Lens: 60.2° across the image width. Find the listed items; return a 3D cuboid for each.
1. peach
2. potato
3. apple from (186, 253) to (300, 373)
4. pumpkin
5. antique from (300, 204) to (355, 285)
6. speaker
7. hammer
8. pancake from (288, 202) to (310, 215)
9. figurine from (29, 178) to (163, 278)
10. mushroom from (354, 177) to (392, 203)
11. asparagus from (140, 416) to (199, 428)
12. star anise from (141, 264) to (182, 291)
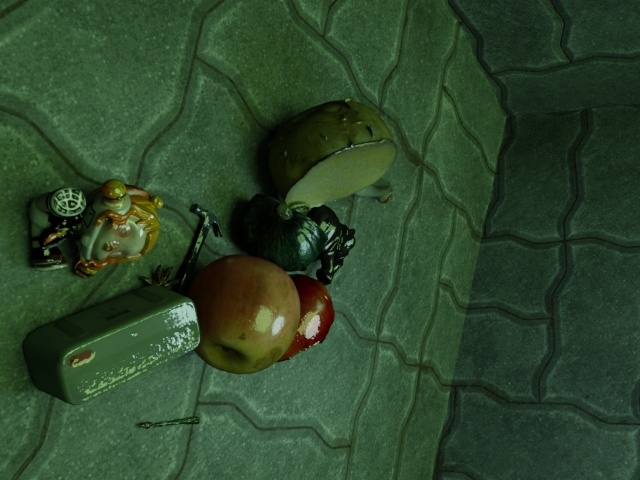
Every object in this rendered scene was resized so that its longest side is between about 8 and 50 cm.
[{"bbox_3d":[-0.098,0.288,1.966,0.281,0.281,0.338,45,53,-44],"label":"peach"},{"bbox_3d":[0.014,-0.345,1.982,0.443,0.385,0.319,-23,70,-14],"label":"potato"},{"bbox_3d":[-0.240,0.231,1.683,0.364,0.364,0.363,-4,95,-52],"label":"apple"},{"bbox_3d":[-0.145,-0.005,1.878,0.196,0.293,0.263,-61,165,-14],"label":"pumpkin"},{"bbox_3d":[0.000,0.000,2.146,0.255,0.185,0.322,-55,128,-33],"label":"antique"},{"bbox_3d":[-0.523,0.263,1.444,0.406,0.184,0.183,-23,113,-44],"label":"speaker"},{"bbox_3d":[-0.395,0.041,1.750,0.137,0.037,0.289,36,63,-46],"label":"hammer"},{"bbox_3d":[-0.084,-0.104,2.002,0.108,0.108,0.017,10,49,-52],"label":"pancake"},{"bbox_3d":[-0.554,-0.044,1.410,0.323,0.196,0.320,0,135,-45],"label":"figurine"},{"bbox_3d":[0.221,-0.259,2.472,0.329,0.122,0.159,15,89,-53],"label":"mushroom"},{"bbox_3d":[-0.462,0.564,1.706,0.023,0.022,0.233,-45,148,18],"label":"asparagus"},{"bbox_3d":[-0.477,0.134,1.641,0.141,0.042,0.140,-11,106,-43],"label":"star anise"}]
